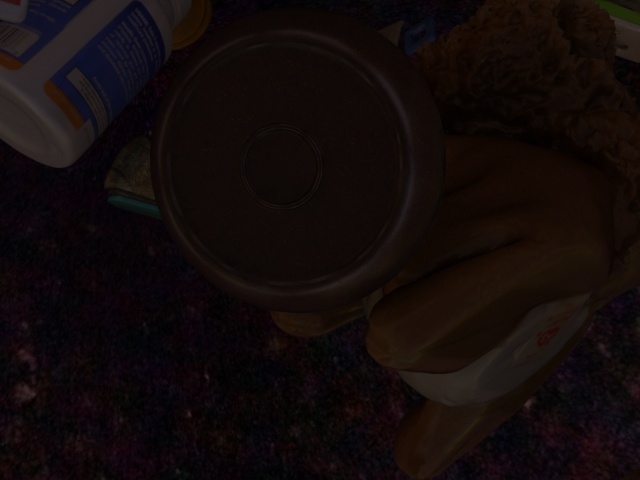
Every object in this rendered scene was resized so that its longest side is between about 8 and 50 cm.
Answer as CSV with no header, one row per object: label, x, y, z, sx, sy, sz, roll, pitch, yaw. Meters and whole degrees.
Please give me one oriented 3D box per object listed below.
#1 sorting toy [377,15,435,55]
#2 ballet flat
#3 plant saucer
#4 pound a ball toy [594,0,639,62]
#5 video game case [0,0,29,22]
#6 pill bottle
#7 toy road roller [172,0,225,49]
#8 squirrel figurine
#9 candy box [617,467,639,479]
sorting toy,0.068,-0.343,1.181,0.047,0.347,0.196,35,60,-36
ballet flat,-0.110,-0.045,0.812,0.348,0.123,0.123,22,100,-15
plant saucer,-0.018,-0.039,0.319,0.168,0.029,0.169,2,100,9
pound a ball toy,0.474,-0.437,1.003,0.319,0.136,0.208,24,87,10
video game case,-0.250,-0.226,0.224,0.285,0.025,0.204,3,108,-42
pill bottle,-0.272,-0.231,0.704,0.152,0.152,0.272,45,59,-24
toy road roller,-0.361,-0.555,1.231,0.202,0.241,0.330,-34,108,9
squirrel figurine,0.103,-0.060,0.563,0.397,0.370,0.281,-36,143,-5
candy box,0.465,0.372,0.713,0.183,0.316,0.088,-40,88,14
